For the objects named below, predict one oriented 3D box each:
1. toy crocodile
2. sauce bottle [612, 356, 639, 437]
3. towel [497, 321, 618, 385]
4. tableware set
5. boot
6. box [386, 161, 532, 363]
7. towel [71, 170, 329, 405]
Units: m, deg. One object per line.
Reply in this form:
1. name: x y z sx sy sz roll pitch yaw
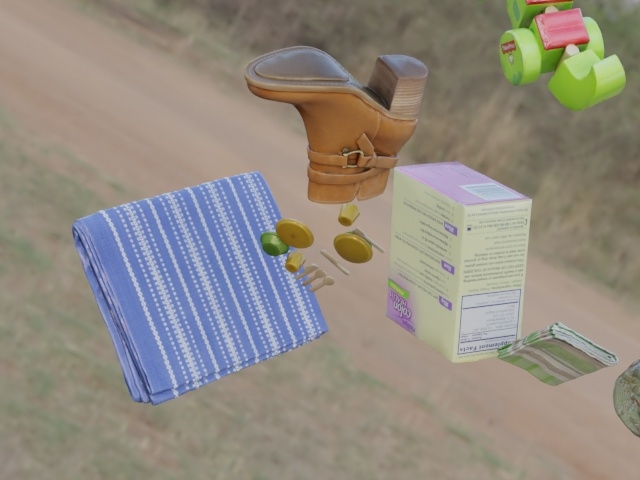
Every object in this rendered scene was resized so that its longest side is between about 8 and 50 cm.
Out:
1. toy crocodile: 0.258 -0.293 2.081 0.115 0.105 0.340 -11 62 -17
2. sauce bottle: 0.513 0.147 2.273 0.111 0.111 0.344 33 41 27
3. towel: 0.329 0.165 2.429 0.113 0.023 0.152 29 -29 -17
4. tableware set: 0.000 0.000 2.008 0.104 0.024 0.154 40 -39 -16
5. boot: 0.005 -0.104 1.683 0.197 0.152 0.073 1 37 -25
6. box: 0.202 0.029 2.579 0.117 0.243 0.213 -5 19 -26
7. towel: -0.147 0.054 2.170 0.336 0.040 0.243 -18 84 -48
